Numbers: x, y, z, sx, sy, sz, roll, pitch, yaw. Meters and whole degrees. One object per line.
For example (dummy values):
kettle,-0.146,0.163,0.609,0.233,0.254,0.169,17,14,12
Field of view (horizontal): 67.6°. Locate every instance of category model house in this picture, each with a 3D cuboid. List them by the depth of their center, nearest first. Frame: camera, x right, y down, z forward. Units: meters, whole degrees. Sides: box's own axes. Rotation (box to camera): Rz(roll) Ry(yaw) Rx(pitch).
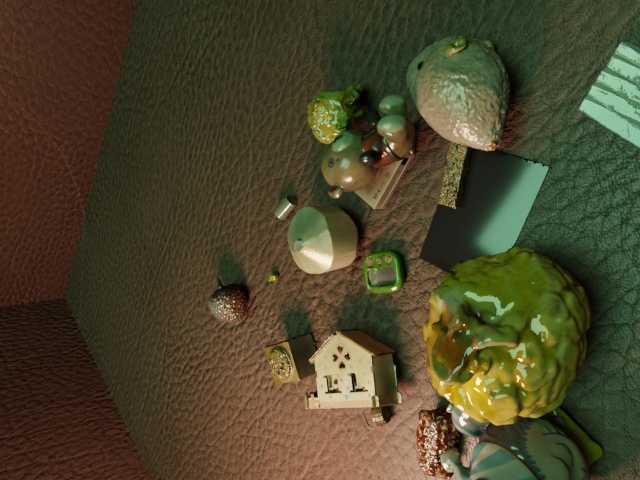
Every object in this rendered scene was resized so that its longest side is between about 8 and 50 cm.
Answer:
model house,0.098,0.410,1.541,0.326,0.169,0.244,-19,73,40

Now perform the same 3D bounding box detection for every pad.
pad,0.425,-0.064,1.294,0.247,0.007,0.367,31,114,37

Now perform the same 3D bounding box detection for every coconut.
coconut,0.000,-0.004,1.547,0.241,0.241,0.241,4,96,43

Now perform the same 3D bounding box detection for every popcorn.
popcorn,0.420,0.219,1.108,0.354,0.390,0.344,61,177,-12
popcorn,0.055,-0.397,1.513,0.195,0.173,0.168,-9,86,27

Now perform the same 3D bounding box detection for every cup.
cup,-0.127,-0.128,1.782,0.054,0.075,0.083,39,122,-9

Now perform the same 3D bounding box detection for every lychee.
lychee,-0.381,0.247,1.962,0.165,0.165,0.197,-20,100,42

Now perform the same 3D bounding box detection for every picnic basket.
picnic basket,0.176,0.560,1.527,0.083,0.072,0.072,-26,75,28

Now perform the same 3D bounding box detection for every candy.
candy,-0.201,0.162,1.883,0.123,0.035,0.035,-45,53,45

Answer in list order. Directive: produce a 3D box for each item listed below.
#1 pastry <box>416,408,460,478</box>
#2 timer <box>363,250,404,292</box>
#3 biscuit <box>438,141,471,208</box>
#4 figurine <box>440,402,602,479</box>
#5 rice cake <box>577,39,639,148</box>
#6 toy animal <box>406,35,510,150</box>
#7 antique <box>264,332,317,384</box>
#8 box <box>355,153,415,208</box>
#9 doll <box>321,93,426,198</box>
pastry,0.333,0.582,1.368,0.115,0.097,0.208,18,108,58
timer,0.198,0.099,1.490,0.140,0.047,0.128,-11,84,43
biscuit,0.369,-0.190,1.308,0.064,0.034,0.199,20,106,40
figurine,0.403,0.499,1.106,0.361,0.377,0.266,32,114,35
rice cake,0.679,-0.302,1.016,0.198,0.037,0.189,41,119,33
toy animal,0.358,-0.381,1.209,0.226,0.188,0.358,-50,61,38
antique,-0.104,0.428,1.729,0.146,0.148,0.152,-27,77,43
box,0.183,-0.216,1.471,0.141,0.058,0.201,44,120,32
doll,0.141,-0.263,1.364,0.330,0.174,0.235,-27,45,38
